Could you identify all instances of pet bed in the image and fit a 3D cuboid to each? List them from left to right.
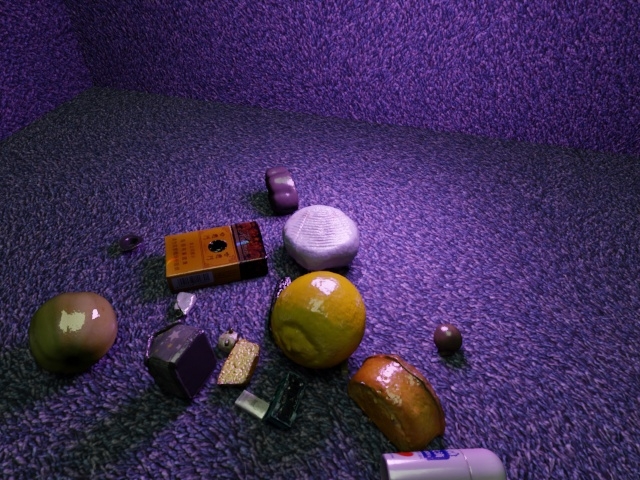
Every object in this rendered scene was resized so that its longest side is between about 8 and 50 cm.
[{"bbox_3d":[-0.468,0.392,1.341,0.160,0.210,0.183,10,43,23],"label":"pet bed"}]

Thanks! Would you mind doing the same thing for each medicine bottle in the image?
[{"bbox_3d":[0.348,0.660,1.143,0.342,0.130,0.130,-1,42,-4],"label":"medicine bottle"}]

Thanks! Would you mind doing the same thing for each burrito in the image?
[{"bbox_3d":[-0.542,0.255,1.609,0.075,0.044,0.118,8,40,2],"label":"burrito"}]

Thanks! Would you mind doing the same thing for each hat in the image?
[{"bbox_3d":[-0.857,0.020,1.849,0.121,0.050,0.121,1,35,-1],"label":"hat"},{"bbox_3d":[-0.334,0.365,1.490,0.076,0.059,0.077,18,49,23],"label":"hat"}]

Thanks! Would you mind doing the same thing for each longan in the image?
[{"bbox_3d":[0.470,0.369,1.506,0.106,0.106,0.119,9,81,7],"label":"longan"}]

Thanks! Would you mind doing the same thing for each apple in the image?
[{"bbox_3d":[-0.845,0.309,1.404,0.280,0.278,0.279,2,42,-1],"label":"apple"}]

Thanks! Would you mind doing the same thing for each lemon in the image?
[{"bbox_3d":[-0.002,0.271,1.420,0.349,0.347,0.347,2,42,-1],"label":"lemon"}]

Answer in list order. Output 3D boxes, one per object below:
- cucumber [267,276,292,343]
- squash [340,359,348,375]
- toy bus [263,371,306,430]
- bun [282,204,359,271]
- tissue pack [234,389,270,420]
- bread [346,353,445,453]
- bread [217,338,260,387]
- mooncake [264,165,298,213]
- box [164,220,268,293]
[{"bbox_3d":[-0.161,0.269,1.594,0.072,0.072,0.300,5,42,3],"label":"cucumber"},{"bbox_3d":[0.085,0.438,1.452,0.028,0.027,0.083,2,41,-1],"label":"squash"},{"bbox_3d":[-0.114,0.514,1.308,0.079,0.092,0.160,35,44,-9],"label":"toy bus"},{"bbox_3d":[0.000,-0.004,1.817,0.356,0.194,0.354,1,45,-1],"label":"bun"},{"bbox_3d":[-0.221,0.537,1.328,0.108,0.023,0.056,22,45,19],"label":"tissue pack"},{"bbox_3d":[0.236,0.489,1.291,0.195,0.178,0.340,-29,50,-29],"label":"bread"},{"bbox_3d":[-0.279,0.434,1.411,0.103,0.065,0.187,12,41,8],"label":"bread"},{"bbox_3d":[-0.199,-0.252,2.059,0.134,0.244,0.244,-13,44,-11],"label":"mooncake"},{"bbox_3d":[-0.451,0.063,1.776,0.416,0.115,0.264,-10,42,-13],"label":"box"}]
